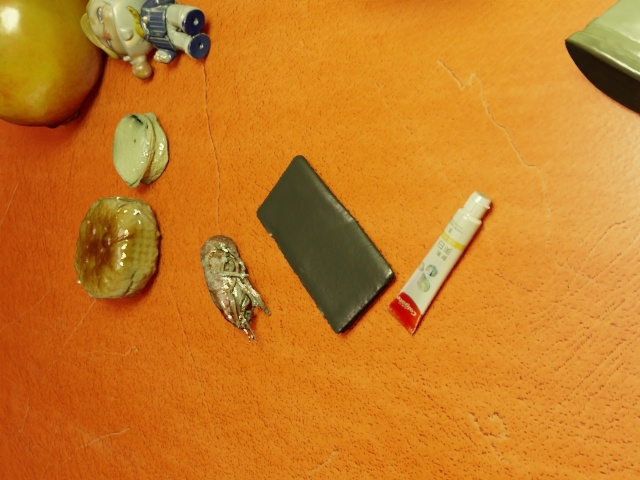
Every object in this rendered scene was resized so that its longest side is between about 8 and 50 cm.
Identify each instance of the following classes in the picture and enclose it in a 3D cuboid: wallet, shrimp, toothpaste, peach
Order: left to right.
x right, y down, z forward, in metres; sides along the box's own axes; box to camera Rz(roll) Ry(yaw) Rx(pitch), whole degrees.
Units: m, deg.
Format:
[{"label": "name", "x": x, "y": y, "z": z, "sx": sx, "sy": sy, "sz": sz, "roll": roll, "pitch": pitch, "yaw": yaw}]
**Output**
[{"label": "peach", "x": -0.585, "y": -0.384, "z": 1.214, "sx": 0.308, "sy": 0.308, "sz": 0.332, "roll": 25, "pitch": 126, "yaw": 40}, {"label": "shrimp", "x": -0.133, "y": 0.073, "z": 0.928, "sx": 0.073, "sy": 0.075, "sz": 0.190, "roll": -27, "pitch": 58, "yaw": 2}, {"label": "wallet", "x": 0.000, "y": 0.000, "z": 0.843, "sx": 0.124, "sy": 0.025, "sz": 0.244, "roll": -53, "pitch": 54, "yaw": 25}, {"label": "toothpaste", "x": 0.140, "y": 0.026, "z": 0.719, "sx": 0.048, "sy": 0.031, "sz": 0.190, "roll": 44, "pitch": 117, "yaw": 31}]

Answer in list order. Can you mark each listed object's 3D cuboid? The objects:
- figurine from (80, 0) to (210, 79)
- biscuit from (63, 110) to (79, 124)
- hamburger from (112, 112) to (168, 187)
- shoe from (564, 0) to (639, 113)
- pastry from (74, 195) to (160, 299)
[{"label": "figurine", "x": -0.313, "y": -0.398, "z": 1.085, "sx": 0.274, "sy": 0.133, "sz": 0.194, "roll": 0, "pitch": 128, "yaw": 44}, {"label": "biscuit", "x": -0.567, "y": -0.307, "z": 1.370, "sx": 0.083, "sy": 0.018, "sz": 0.081, "roll": -9, "pitch": 80, "yaw": 40}, {"label": "hamburger", "x": -0.339, "y": -0.171, "z": 1.130, "sx": 0.133, "sy": 0.062, "sz": 0.140, "roll": -52, "pitch": 58, "yaw": 26}, {"label": "shoe", "x": 0.343, "y": -0.138, "z": 0.511, "sx": 0.098, "sy": 0.103, "sz": 0.275, "roll": -52, "pitch": 56, "yaw": 11}, {"label": "pastry", "x": -0.376, "y": 0.014, "z": 1.125, "sx": 0.182, "sy": 0.093, "sz": 0.193, "roll": 2, "pitch": 86, "yaw": 38}]
